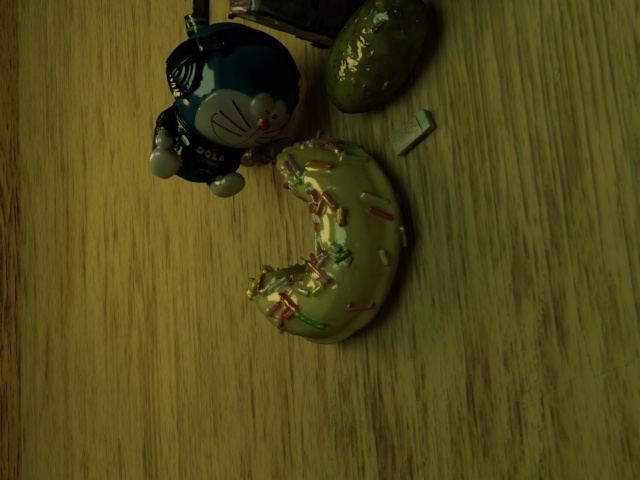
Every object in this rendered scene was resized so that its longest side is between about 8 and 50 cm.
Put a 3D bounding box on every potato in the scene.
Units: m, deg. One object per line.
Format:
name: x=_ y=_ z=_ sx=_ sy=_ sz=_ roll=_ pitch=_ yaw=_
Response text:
potato: x=0.090 y=-0.313 z=1.121 sx=0.149 sy=0.113 sz=0.251 roll=55 pitch=141 yaw=19

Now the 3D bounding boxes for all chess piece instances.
chess piece: x=-0.121 y=-0.181 z=1.403 sx=0.172 sy=0.060 sz=0.060 roll=1 pitch=89 yaw=51

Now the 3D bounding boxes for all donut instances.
donut: x=0.002 y=0.010 z=1.172 sx=0.307 sy=0.150 sz=0.371 roll=30 pitch=110 yaw=46

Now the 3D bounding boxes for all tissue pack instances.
tissue pack: x=-0.020 y=-0.536 z=1.150 sx=0.122 sy=0.259 sz=0.362 roll=17 pitch=99 yaw=45

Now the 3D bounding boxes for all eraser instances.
eraser: x=0.152 y=-0.178 z=1.107 sx=0.083 sy=0.019 sz=0.038 roll=-41 pitch=57 yaw=40

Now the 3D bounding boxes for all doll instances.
doll: x=-0.179 y=-0.257 z=1.253 sx=0.310 sy=0.284 sz=0.240 roll=-45 pitch=56 yaw=34

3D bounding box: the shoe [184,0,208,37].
shoe: x=-0.313 y=-0.559 z=1.657 sx=0.071 sy=0.049 sz=0.179 roll=4 pitch=91 yaw=51
